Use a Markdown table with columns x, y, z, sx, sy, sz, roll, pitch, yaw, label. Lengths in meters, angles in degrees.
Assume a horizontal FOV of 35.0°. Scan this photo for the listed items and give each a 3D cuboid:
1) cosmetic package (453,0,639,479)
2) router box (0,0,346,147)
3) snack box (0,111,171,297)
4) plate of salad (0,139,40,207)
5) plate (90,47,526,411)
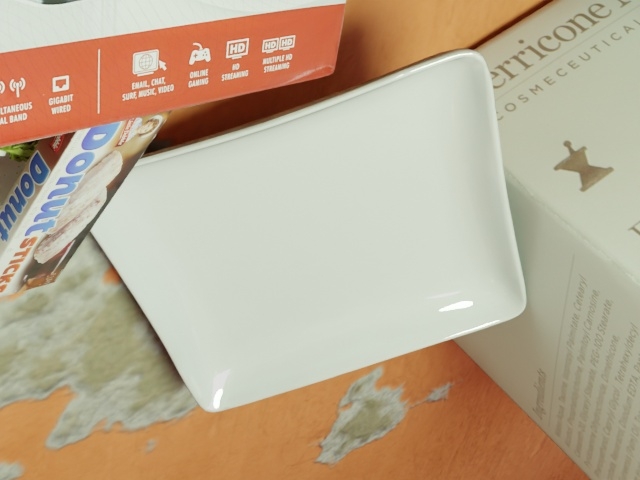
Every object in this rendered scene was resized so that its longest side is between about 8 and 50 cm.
| x | y | z | sx | sy | sz | roll | pitch | yaw | label |
| --- | --- | --- | --- | --- | --- | --- | --- | --- | --- |
| 0.324 | 0.010 | 0.863 | 0.329 | 0.393 | 0.327 | -33 | 146 | -16 | cosmetic package |
| -0.121 | -0.190 | 0.401 | 0.335 | 0.082 | 0.301 | -19 | 132 | -37 | router box |
| -0.153 | -0.025 | 0.597 | 0.064 | 0.022 | 0.178 | -17 | 156 | -49 | snack box |
| -0.189 | -0.068 | 0.539 | 0.200 | 0.048 | 0.200 | -28 | 143 | -24 | plate of salad |
| 0.000 | 0.000 | 0.737 | 0.278 | 0.045 | 0.277 | -18 | 136 | 3 | plate |
